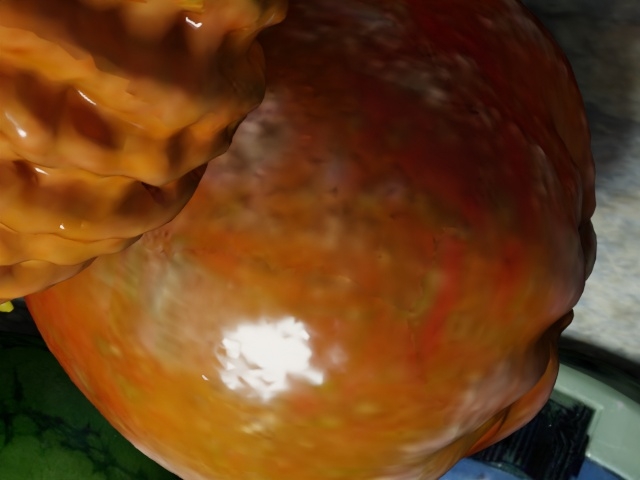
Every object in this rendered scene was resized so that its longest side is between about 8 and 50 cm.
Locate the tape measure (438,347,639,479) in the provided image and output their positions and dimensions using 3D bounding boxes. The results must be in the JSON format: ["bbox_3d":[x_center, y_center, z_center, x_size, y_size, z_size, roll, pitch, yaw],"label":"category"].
[{"bbox_3d":[0.118,0.166,1.123,0.262,0.138,0.259,4,150,25],"label":"tape measure"}]

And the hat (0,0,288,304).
[{"bbox_3d":[-0.208,-0.112,0.529,0.400,0.285,0.285,0,171,-45],"label":"hat"}]

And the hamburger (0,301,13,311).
[{"bbox_3d":[-0.257,-0.049,0.861,0.291,0.225,0.291,19,138,18],"label":"hamburger"}]

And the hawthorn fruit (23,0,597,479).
[{"bbox_3d":[0.000,0.000,0.772,0.284,0.284,0.284,14,151,8],"label":"hawthorn fruit"}]

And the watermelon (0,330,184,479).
[{"bbox_3d":[-0.228,0.236,1.249,0.363,0.363,0.363,14,151,8],"label":"watermelon"}]
